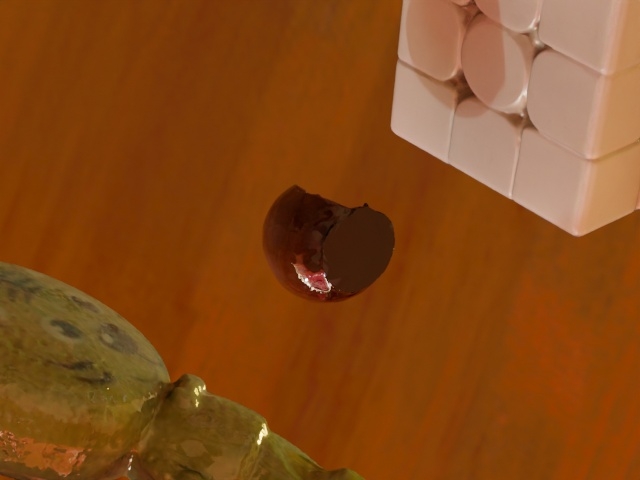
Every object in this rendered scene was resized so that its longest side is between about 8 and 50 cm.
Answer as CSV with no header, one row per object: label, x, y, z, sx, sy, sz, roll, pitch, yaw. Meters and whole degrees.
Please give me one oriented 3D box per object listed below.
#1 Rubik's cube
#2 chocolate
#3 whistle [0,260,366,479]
Rubik's cube,0.281,-0.221,1.998,0.291,0.290,0.291,-23,132,-36
chocolate,0.000,0.000,1.924,0.127,0.133,0.124,-21,103,-26
whistle,-0.063,0.070,0.656,0.198,0.104,0.057,28,106,-1
